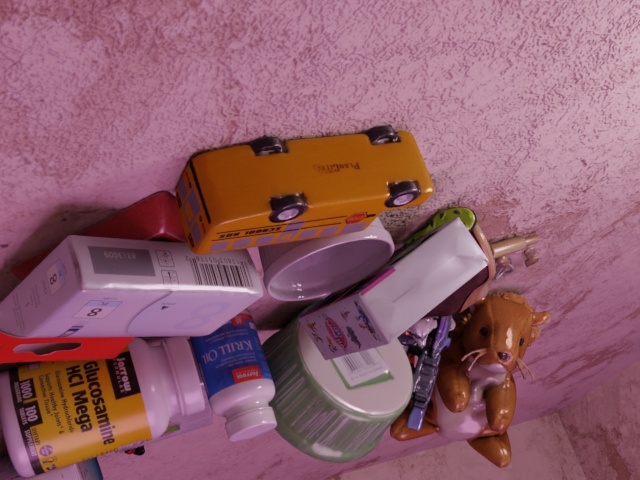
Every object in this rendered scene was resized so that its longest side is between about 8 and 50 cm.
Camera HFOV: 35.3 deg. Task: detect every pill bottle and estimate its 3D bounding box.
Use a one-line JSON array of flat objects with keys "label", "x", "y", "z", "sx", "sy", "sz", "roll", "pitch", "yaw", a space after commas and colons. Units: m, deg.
[{"label": "pill bottle", "x": -0.381, "y": 0.276, "z": 1.757, "sx": 0.333, "sy": 0.188, "sz": 0.188, "roll": -16, "pitch": 158, "yaw": -14}, {"label": "pill bottle", "x": -0.154, "y": 0.247, "z": 1.841, "sx": 0.124, "sy": 0.222, "sz": 0.124, "roll": -18, "pitch": 158, "yaw": -8}]

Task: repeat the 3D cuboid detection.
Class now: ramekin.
[{"label": "ramekin", "x": 0.000, "y": 0.000, "z": 1.550, "sx": 0.207, "sy": 0.109, "sz": 0.207, "roll": -17, "pitch": 158, "yaw": -7}, {"label": "ramekin", "x": 0.034, "y": 0.262, "z": 1.957, "sx": 0.303, "sy": 0.303, "sz": 0.148, "roll": -1, "pitch": 144, "yaw": -40}]

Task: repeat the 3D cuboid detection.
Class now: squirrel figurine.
[{"label": "squirrel figurine", "x": 0.362, "y": 0.250, "z": 2.280, "sx": 0.281, "sy": 0.397, "sz": 0.371, "roll": 19, "pitch": 124, "yaw": 4}]

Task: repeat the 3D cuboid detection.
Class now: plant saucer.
[{"label": "plant saucer", "x": -0.273, "y": 0.038, "z": 1.482, "sx": 0.259, "sy": 0.048, "sz": 0.258, "roll": -26, "pitch": 158, "yaw": 12}]

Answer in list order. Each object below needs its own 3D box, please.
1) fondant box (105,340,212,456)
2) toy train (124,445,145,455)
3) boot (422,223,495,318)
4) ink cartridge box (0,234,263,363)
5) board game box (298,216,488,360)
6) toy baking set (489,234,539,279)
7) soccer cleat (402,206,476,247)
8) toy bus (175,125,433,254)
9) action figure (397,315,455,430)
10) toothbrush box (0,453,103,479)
[{"label": "fondant box", "x": -0.341, "y": 0.323, "z": 2.028, "sx": 0.238, "sy": 0.096, "sz": 0.330, "roll": -15, "pitch": 157, "yaw": -13}, {"label": "toy train", "x": -0.458, "y": 0.493, "z": 2.402, "sx": 0.027, "sy": 0.036, "sz": 0.158, "roll": -24, "pitch": 158, "yaw": 8}, {"label": "boot", "x": 0.220, "y": 0.075, "z": 1.907, "sx": 0.206, "sy": 0.090, "sz": 0.248, "roll": -18, "pitch": 144, "yaw": -5}, {"label": "ink cartridge box", "x": -0.319, "y": 0.127, "z": 1.469, "sx": 0.308, "sy": 0.091, "sz": 0.385, "roll": 4, "pitch": 147, "yaw": -46}, {"label": "board game box", "x": 0.114, "y": 0.089, "z": 1.683, "sx": 0.224, "sy": 0.098, "sz": 0.303, "roll": -35, "pitch": 180, "yaw": -23}, {"label": "toy baking set", "x": 0.363, "y": 0.045, "z": 2.079, "sx": 0.256, "sy": 0.030, "sz": 0.197, "roll": -18, "pitch": 160, "yaw": -21}, {"label": "soccer cleat", "x": 0.220, "y": -0.015, "z": 1.789, "sx": 0.072, "sy": 0.060, "sz": 0.179, "roll": -14, "pitch": 166, "yaw": -41}, {"label": "toy bus", "x": -0.017, "y": -0.068, "z": 1.373, "sx": 0.332, "sy": 0.108, "sz": 0.130, "roll": -8, "pitch": 156, "yaw": -28}, {"label": "action figure", "x": 0.164, "y": 0.250, "z": 2.134, "sx": 0.178, "sy": 0.341, "sz": 0.330, "roll": 21, "pitch": 142, "yaw": -1}, {"label": "toothbrush box", "x": -0.573, "y": 0.507, "z": 2.062, "sx": 0.216, "sy": 0.126, "sz": 0.295, "roll": -17, "pitch": -176, "yaw": -8}]
